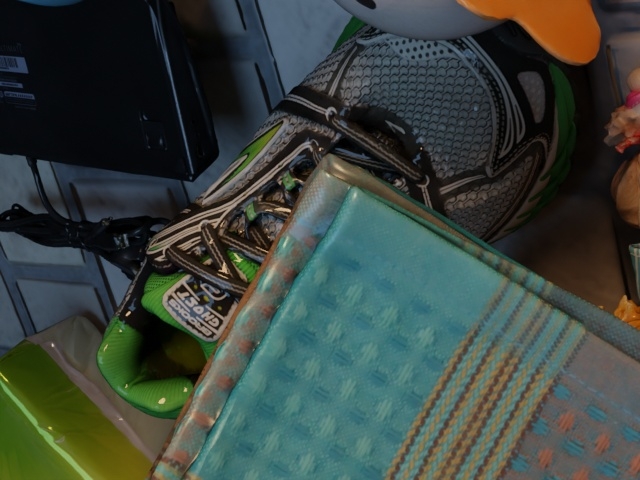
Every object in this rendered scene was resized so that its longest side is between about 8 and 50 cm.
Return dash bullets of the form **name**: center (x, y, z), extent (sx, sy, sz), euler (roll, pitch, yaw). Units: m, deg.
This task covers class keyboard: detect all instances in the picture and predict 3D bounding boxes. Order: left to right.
- **keyboard**: center (-0.179, -0.077, 0.851), extent (0.317, 0.033, 0.201), euler (11, 121, 41)

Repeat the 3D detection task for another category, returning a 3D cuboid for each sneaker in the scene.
- **sneaker**: center (0.000, 0.000, 0.693), extent (0.134, 0.146, 0.343), euler (46, 135, 4)

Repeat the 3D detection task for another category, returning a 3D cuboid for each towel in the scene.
- **towel**: center (0.033, 0.191, 0.490), extent (0.271, 0.370, 0.040), euler (29, 175, -3)

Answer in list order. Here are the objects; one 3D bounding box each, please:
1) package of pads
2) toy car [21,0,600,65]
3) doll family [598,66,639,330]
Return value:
- **package of pads**: center (-0.146, 0.225, 0.996), extent (0.296, 0.101, 0.229), euler (47, 135, 5)
- **toy car**: center (0.010, -0.148, 0.518), extent (0.238, 0.210, 0.219), euler (45, 126, 19)
- **doll family**: center (0.201, 0.043, 0.578), extent (0.263, 0.118, 0.163), euler (50, 137, 0)
